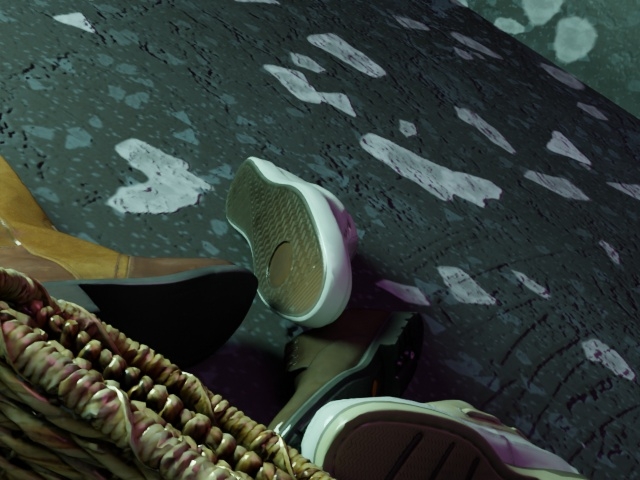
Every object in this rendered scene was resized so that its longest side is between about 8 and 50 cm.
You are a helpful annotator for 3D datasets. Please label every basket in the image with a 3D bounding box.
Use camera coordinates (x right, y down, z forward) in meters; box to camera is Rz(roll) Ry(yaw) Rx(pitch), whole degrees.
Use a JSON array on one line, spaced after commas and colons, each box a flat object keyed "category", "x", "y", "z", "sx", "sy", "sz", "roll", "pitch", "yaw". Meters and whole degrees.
[{"category": "basket", "x": -0.085, "y": 0.130, "z": 0.572, "sx": 0.299, "sy": 0.223, "sz": 0.213, "roll": 33, "pitch": 28, "yaw": 10}]

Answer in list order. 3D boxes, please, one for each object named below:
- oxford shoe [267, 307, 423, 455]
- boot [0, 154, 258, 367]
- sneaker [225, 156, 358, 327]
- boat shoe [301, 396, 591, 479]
[{"category": "oxford shoe", "x": 0.002, "y": 0.124, "z": 0.839, "sx": 0.096, "sy": 0.083, "sz": 0.227, "roll": 11, "pitch": 25, "yaw": 24}, {"category": "boot", "x": -0.221, "y": 0.003, "z": 0.845, "sx": 0.264, "sy": 0.096, "sz": 0.280, "roll": -16, "pitch": 43, "yaw": -43}, {"category": "sneaker", "x": 0.000, "y": 0.000, "z": 0.964, "sx": 0.123, "sy": 0.106, "sz": 0.290, "roll": 21, "pitch": 17, "yaw": -23}, {"category": "boat shoe", "x": 0.093, "y": 0.179, "z": 0.771, "sx": 0.302, "sy": 0.113, "sz": 0.103, "roll": 28, "pitch": 3, "yaw": -36}]
